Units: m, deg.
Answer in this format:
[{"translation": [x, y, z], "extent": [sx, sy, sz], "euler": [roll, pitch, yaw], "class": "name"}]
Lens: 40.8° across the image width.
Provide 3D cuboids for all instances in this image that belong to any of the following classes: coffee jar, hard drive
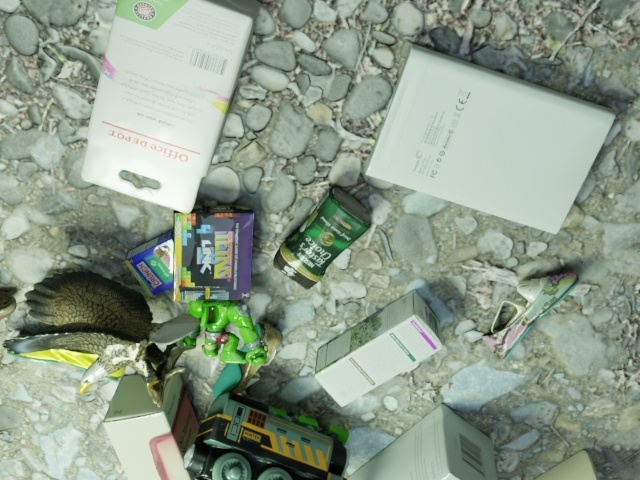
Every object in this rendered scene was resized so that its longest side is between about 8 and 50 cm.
[{"translation": [0.000, 0.000, 1.535], "extent": [0.096, 0.079, 0.184], "euler": [35, 114, -14], "class": "coffee jar"}, {"translation": [0.280, -0.166, 1.451], "extent": [0.353, 0.047, 0.233], "euler": [17, 117, -5], "class": "hard drive"}]

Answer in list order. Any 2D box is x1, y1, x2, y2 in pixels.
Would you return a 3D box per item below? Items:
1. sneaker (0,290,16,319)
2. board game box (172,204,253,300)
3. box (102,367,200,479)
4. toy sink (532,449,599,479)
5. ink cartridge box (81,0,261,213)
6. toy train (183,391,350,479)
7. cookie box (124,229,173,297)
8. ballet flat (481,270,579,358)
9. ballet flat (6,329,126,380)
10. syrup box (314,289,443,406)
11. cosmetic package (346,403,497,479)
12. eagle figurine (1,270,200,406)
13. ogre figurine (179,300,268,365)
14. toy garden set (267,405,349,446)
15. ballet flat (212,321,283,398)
[{"translation": [-0.662, 0.148, 1.669], "extent": [0.188, 0.066, 0.071], "euler": [-10, 133, 14], "class": "sneaker"}, {"translation": [-0.194, 0.023, 1.547], "extent": [0.141, 0.048, 0.170], "euler": [-1, 111, -11], "class": "board game box"}, {"translation": [-0.321, 0.396, 1.721], "extent": [0.127, 0.148, 0.232], "euler": [-11, 117, 8], "class": "box"}, {"translation": [0.502, 0.569, 1.763], "extent": [0.234, 0.153, 0.131], "euler": [-40, 109, 20], "class": "toy sink"}, {"translation": [-0.248, -0.242, 1.399], "extent": [0.207, 0.119, 0.353], "euler": [18, 116, -7], "class": "ink cartridge box"}, {"translation": [-0.093, 0.422, 1.646], "extent": [0.334, 0.190, 0.142], "euler": [24, 152, -17], "class": "toy train"}, {"translation": [-0.292, 0.042, 1.595], "extent": [0.107, 0.040, 0.092], "euler": [-25, 115, 16], "class": "cookie box"}, {"translation": [0.377, 0.125, 1.589], "extent": [0.079, 0.077, 0.221], "euler": [39, 115, 5], "class": "ballet flat"}, {"translation": [-0.491, 0.210, 1.685], "extent": [0.231, 0.077, 0.077], "euler": [16, 96, -8], "class": "ballet flat"}, {"translation": [0.109, 0.204, 1.626], "extent": [0.237, 0.093, 0.096], "euler": [-33, 111, 18], "class": "syrup box"}, {"translation": [0.167, 0.538, 1.732], "extent": [0.156, 0.217, 0.385], "euler": [38, 115, -15], "class": "cosmetic package"}, {"translation": [-0.390, 0.175, 1.548], "extent": [0.298, 0.225, 0.226], "euler": [39, 150, -17], "class": "eagle figurine"}, {"translation": [-0.185, 0.163, 1.613], "extent": [0.097, 0.197, 0.118], "euler": [-12, 108, -34], "class": "ogre figurine"}, {"translation": [-0.091, 0.430, 1.785], "extent": [0.244, 0.049, 0.204], "euler": [19, 115, -8], "class": "toy garden set"}, {"translation": [-0.137, 0.245, 1.680], "extent": [0.067, 0.073, 0.206], "euler": [18, 124, -32], "class": "ballet flat"}]
